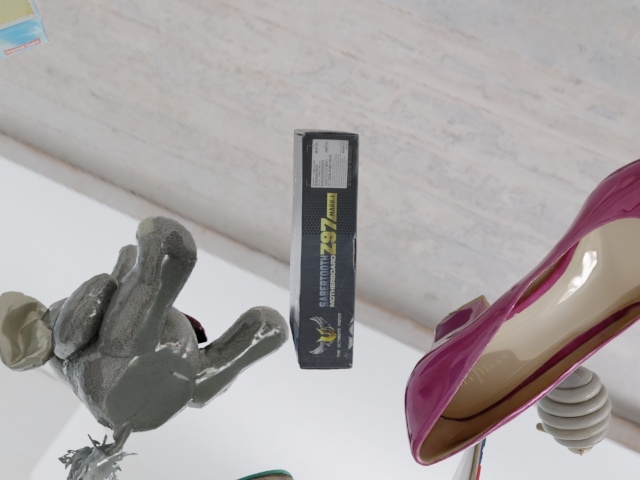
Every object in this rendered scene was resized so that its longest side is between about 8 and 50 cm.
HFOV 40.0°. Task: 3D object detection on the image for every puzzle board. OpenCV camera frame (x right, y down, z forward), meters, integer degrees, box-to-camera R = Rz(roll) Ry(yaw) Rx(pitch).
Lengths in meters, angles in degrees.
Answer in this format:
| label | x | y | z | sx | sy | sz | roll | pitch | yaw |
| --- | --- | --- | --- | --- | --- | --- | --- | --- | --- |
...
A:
| label | x | y | z | sx | sy | sz | roll | pitch | yaw |
| --- | --- | --- | --- | --- | --- | --- | --- | --- | --- |
| puzzle board | 0.119 | 0.224 | 0.748 | 0.011 | 0.128 | 0.096 | 19 | 122 | 7 |

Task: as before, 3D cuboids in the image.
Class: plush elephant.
| label | x | y | z | sx | sy | sz | roll | pitch | yaw |
| --- | --- | --- | --- | --- | --- | --- | --- | --- | --- |
| plush elephant | -0.250 | 0.118 | 1.103 | 0.255 | 0.330 | 0.272 | 35 | 179 | 45 |

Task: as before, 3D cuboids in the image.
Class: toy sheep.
| label | x | y | z | sx | sy | sz | roll | pitch | yaw |
| --- | --- | --- | --- | --- | --- | --- | --- | --- | --- |
| toy sheep | 0.285 | 0.185 | 0.998 | 0.091 | 0.091 | 0.132 | 0 | 116 | 41 |

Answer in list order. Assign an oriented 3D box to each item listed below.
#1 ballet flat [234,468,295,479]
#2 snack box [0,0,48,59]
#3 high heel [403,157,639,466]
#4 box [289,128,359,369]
| label | x | y | z | sx | sy | sz | roll | pitch | yaw |
| --- | --- | --- | --- | --- | --- | --- | --- | --- | --- |
| ballet flat | -0.168 | 0.364 | 1.055 | 0.316 | 0.106 | 0.107 | -21 | 141 | 14 |
| snack box | -0.428 | -0.316 | 0.891 | 0.322 | 0.187 | 0.060 | 64 | 167 | 10 |
| high heel | 0.143 | 0.039 | 0.481 | 0.244 | 0.117 | 0.082 | -32 | 107 | 31 |
| box | 0.000 | 0.000 | 0.920 | 0.059 | 0.232 | 0.183 | 1 | -172 | -4 |
